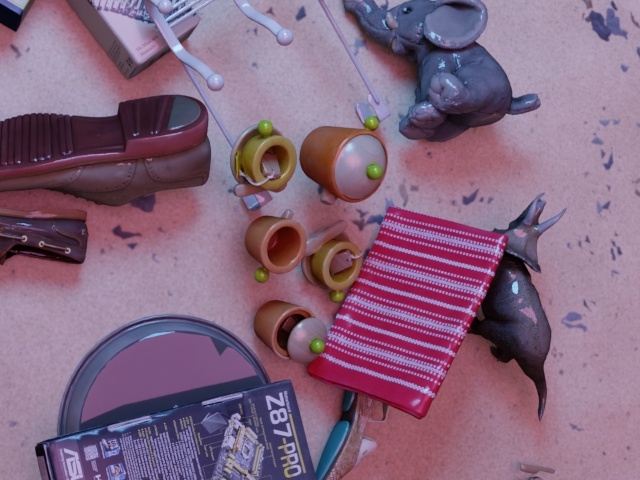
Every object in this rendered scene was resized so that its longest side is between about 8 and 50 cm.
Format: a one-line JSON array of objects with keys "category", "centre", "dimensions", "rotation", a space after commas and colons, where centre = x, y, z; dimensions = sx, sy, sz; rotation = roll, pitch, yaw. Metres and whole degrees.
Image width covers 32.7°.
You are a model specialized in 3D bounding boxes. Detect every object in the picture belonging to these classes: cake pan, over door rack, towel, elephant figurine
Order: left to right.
[{"category": "cake pan", "centre": [-0.189, 0.242, 1.415], "dimensions": [0.293, 0.054, 0.293], "rotation": [1, 85, -17]}, {"category": "over door rack", "centre": [-0.049, -0.227, 1.416], "dimensions": [0.239, 0.108, 0.324], "rotation": [-36, 119, -19]}, {"category": "towel", "centre": [0.114, 0.089, 1.465], "dimensions": [0.031, 0.198, 0.275], "rotation": [44, 69, -50]}, {"category": "elephant figurine", "centre": [0.163, -0.272, 1.528], "dimensions": [0.186, 0.169, 0.239], "rotation": [6, 65, -46]}]

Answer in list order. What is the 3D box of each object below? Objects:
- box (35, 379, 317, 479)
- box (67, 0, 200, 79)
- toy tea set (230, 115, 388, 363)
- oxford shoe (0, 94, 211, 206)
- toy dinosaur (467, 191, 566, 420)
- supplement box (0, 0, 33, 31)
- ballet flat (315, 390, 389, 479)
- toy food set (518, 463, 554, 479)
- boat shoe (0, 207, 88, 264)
[{"category": "box", "centre": [-0.140, 0.392, 1.303], "dimensions": [0.318, 0.097, 0.395], "rotation": [-12, 83, -23]}, {"category": "box", "centre": [-0.284, -0.355, 1.412], "dimensions": [0.113, 0.094, 0.275], "rotation": [-41, 99, -17]}, {"category": "toy tea set", "centre": [0.000, 0.000, 1.413], "dimensions": [0.200, 0.124, 0.336], "rotation": [-19, 117, -33]}, {"category": "oxford shoe", "centre": [-0.306, -0.085, 1.372], "dimensions": [0.348, 0.123, 0.130], "rotation": [-7, 131, -2]}, {"category": "toy dinosaur", "centre": [0.262, 0.100, 1.516], "dimensions": [0.121, 0.160, 0.314], "rotation": [-4, 86, -18]}, {"category": "supplement box", "centre": [-0.387, -0.322, 1.381], "dimensions": [0.056, 0.083, 0.083], "rotation": [30, 76, -15]}, {"category": "ballet flat", "centre": [0.054, 0.249, 1.483], "dimensions": [0.067, 0.073, 0.206], "rotation": [23, 80, -13]}, {"category": "toy food set", "centre": [0.298, 0.384, 1.579], "dimensions": [0.078, 0.019, 0.122], "rotation": [12, 90, -16]}, {"category": "boat shoe", "centre": [-0.393, -0.006, 1.359], "dimensions": [0.207, 0.073, 0.073], "rotation": [3, 83, -17]}]
